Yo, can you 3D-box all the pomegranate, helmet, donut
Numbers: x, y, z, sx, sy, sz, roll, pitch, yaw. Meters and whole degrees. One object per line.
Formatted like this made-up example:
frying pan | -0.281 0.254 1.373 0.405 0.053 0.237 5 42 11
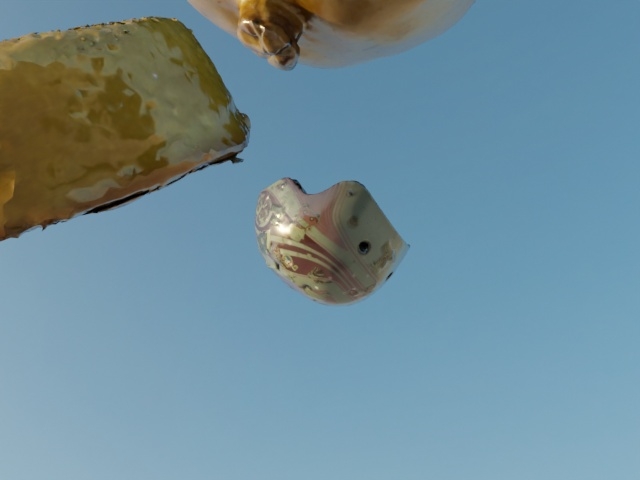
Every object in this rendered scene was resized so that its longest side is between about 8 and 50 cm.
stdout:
pomegranate | 0.000 -0.363 0.730 0.411 0.412 0.412 -2 -39 -2
helmet | 0.001 0.014 0.740 0.176 0.107 0.153 3 -26 35
donut | -0.185 -0.073 0.476 0.277 0.277 0.109 -14 -78 13
